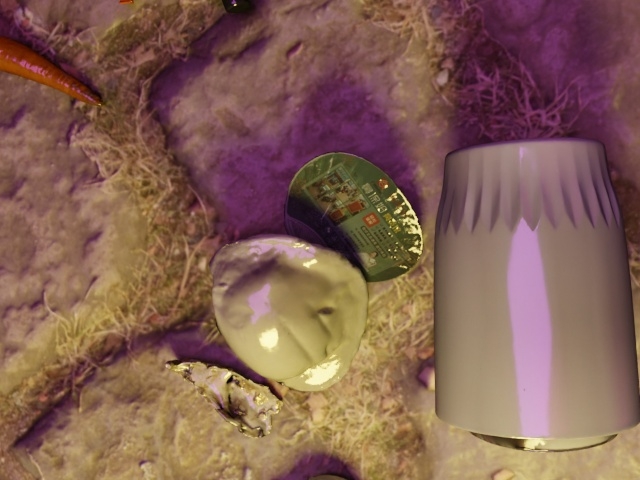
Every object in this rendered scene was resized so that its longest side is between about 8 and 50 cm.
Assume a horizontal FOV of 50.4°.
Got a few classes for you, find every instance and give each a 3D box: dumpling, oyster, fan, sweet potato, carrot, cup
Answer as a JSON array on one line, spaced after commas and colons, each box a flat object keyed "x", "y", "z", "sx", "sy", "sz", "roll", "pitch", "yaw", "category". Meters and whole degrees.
[{"x": -0.036, "y": 0.102, "z": 1.030, "sx": 0.227, "sy": 0.243, "sz": 0.175, "roll": -29, "pitch": 56, "yaw": 5, "category": "dumpling"}, {"x": -0.150, "y": 0.243, "z": 1.118, "sx": 0.106, "sy": 0.061, "sz": 0.200, "roll": -42, "pitch": 84, "yaw": -5, "category": "oyster"}, {"x": 0.004, "y": -0.028, "z": 1.022, "sx": 0.294, "sy": 0.012, "sz": 0.223, "roll": -1, "pitch": 121, "yaw": 16, "category": "fan"}, {"x": 0.040, "y": -0.032, "z": 1.047, "sx": 0.195, "sy": 0.056, "sz": 0.056, "roll": 24, "pitch": 98, "yaw": 7, "category": "sweet potato"}, {"x": -0.485, "y": -0.295, "z": 1.180, "sx": 0.256, "sy": 0.061, "sz": 0.061, "roll": 24, "pitch": 98, "yaw": 10, "category": "carrot"}, {"x": 0.271, "y": 0.065, "z": 0.886, "sx": 0.253, "sy": 0.253, "sz": 0.372, "roll": -2, "pitch": 88, "yaw": 16, "category": "cup"}]

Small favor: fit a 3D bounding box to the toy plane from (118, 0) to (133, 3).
[{"x": -0.351, "y": -0.460, "z": 1.138, "sx": 0.188, "sy": 0.062, "sz": 0.135, "roll": 4, "pitch": 93, "yaw": 29, "category": "toy plane"}]

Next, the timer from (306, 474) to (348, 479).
[{"x": -0.009, "y": 0.514, "z": 1.061, "sx": 0.262, "sy": 0.087, "sz": 0.237, "roll": -37, "pitch": 82, "yaw": 15, "category": "timer"}]

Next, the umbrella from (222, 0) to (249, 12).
[{"x": -0.167, "y": -0.487, "z": 1.054, "sx": 0.122, "sy": 0.110, "sz": 0.272, "roll": -19, "pitch": 86, "yaw": 17, "category": "umbrella"}]
